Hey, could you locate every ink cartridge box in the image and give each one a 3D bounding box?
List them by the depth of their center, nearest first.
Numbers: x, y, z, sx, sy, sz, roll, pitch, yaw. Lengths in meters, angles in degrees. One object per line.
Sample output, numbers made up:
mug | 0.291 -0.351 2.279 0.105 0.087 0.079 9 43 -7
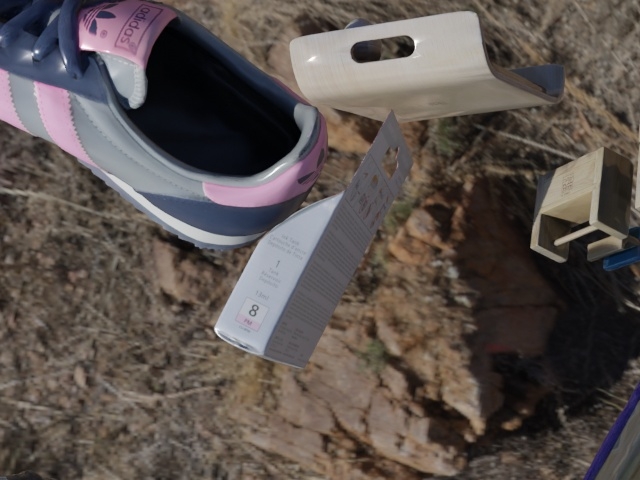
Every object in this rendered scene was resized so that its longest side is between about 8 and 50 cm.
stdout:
ink cartridge box | 0.000 0.000 0.996 0.066 0.189 0.232 23 85 13

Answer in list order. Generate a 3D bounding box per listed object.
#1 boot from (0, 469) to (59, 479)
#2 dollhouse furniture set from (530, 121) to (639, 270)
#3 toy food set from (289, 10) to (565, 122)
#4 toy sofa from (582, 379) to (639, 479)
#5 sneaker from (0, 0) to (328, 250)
boot | -0.037 0.337 0.894 0.146 0.445 0.367 -17 80 53
dollhouse furniture set | 0.297 -0.051 0.950 0.183 0.129 0.129 -27 44 53
toy food set | 0.133 -0.202 1.268 0.219 0.306 0.092 -4 87 29
toy sofa | 0.338 0.174 1.030 0.362 0.150 0.177 -56 13 -15
sneaker | -0.135 -0.109 0.576 0.131 0.319 0.112 -31 36 63
